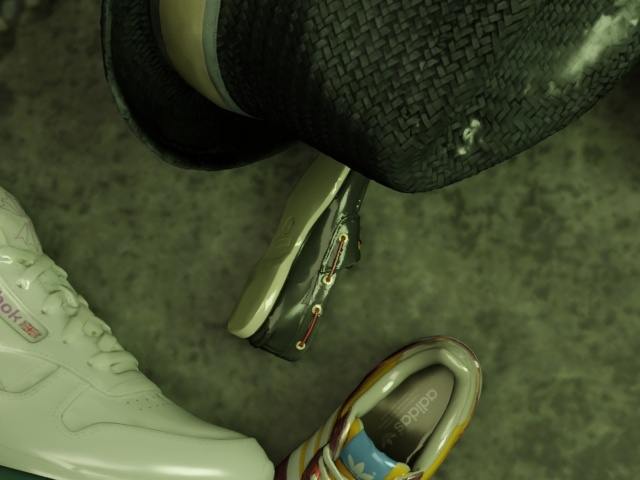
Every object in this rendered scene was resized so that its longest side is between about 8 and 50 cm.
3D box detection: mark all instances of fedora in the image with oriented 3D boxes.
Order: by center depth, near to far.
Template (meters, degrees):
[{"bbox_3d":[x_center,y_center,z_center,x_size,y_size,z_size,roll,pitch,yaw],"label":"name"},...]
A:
[{"bbox_3d":[0.067,-0.138,0.715,0.152,0.334,0.334,39,89,25],"label":"fedora"}]

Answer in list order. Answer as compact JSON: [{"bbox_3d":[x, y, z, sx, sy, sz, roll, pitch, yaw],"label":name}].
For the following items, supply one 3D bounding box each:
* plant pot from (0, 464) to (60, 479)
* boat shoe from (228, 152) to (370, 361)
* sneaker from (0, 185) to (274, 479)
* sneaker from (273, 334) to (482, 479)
[{"bbox_3d":[-0.246,0.212,0.681,0.334,0.341,0.341,8,85,14],"label":"plant pot"},{"bbox_3d":[-0.001,0.000,0.852,0.042,0.049,0.133,30,80,-21],"label":"boat shoe"},{"bbox_3d":[-0.160,0.050,0.822,0.305,0.114,0.152,20,87,8],"label":"sneaker"},{"bbox_3d":[0.012,0.122,0.817,0.069,0.084,0.185,36,88,7],"label":"sneaker"}]
